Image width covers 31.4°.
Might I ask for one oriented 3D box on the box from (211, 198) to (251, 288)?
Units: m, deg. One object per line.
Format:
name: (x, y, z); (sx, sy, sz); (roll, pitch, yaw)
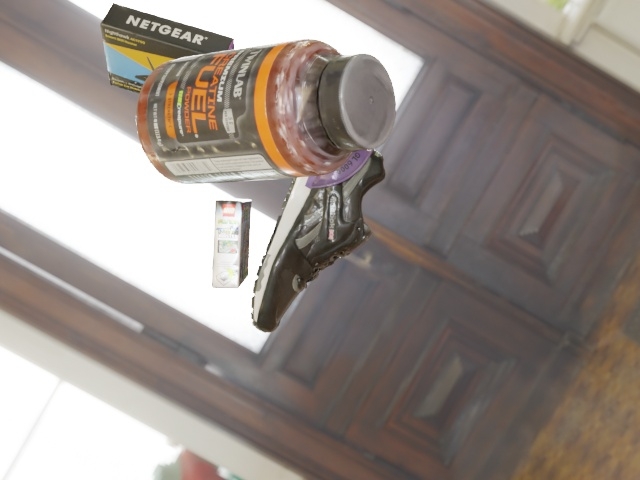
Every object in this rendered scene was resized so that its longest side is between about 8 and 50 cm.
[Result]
box: (-0.119, 0.001, 1.537); (0.207, 0.036, 0.114); (-91, 3, -87)

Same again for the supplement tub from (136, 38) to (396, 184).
supplement tub: (-0.041, -0.099, 0.876); (0.197, 0.106, 0.106); (-2, 49, 38)

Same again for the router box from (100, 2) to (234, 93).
router box: (-0.207, -0.245, 1.564); (0.133, 0.178, 0.046); (95, -166, -59)

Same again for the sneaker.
sneaker: (0.000, 0.000, 1.499); (0.107, 0.124, 0.283); (-14, -56, -87)
